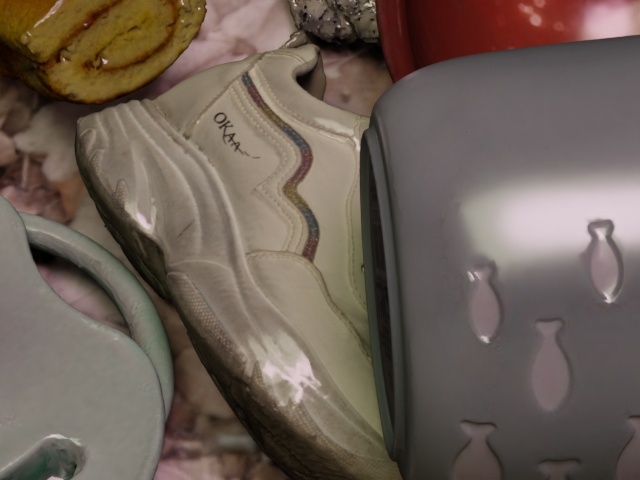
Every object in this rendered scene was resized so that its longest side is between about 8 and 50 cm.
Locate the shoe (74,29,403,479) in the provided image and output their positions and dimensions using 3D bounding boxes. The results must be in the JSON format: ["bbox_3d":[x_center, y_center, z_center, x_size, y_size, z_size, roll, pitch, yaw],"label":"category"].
[{"bbox_3d":[0.000,0.000,1.084,0.211,0.132,0.342,-32,59,-9],"label":"shoe"}]

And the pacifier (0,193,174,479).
[{"bbox_3d":[-0.230,0.038,1.015,0.288,0.269,0.343,-32,64,-31],"label":"pacifier"}]

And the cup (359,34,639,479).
[{"bbox_3d":[0.166,0.062,0.928,0.275,0.356,0.259,-4,26,-2],"label":"cup"}]

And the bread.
[{"bbox_3d":[-0.175,-0.155,1.176,0.132,0.103,0.172,-37,32,-22],"label":"bread"}]

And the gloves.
[{"bbox_3d":[0.023,-0.200,1.230,0.114,0.070,0.153,-27,63,-10],"label":"gloves"}]

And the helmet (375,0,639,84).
[{"bbox_3d":[0.191,-0.198,1.092,0.338,0.230,0.384,-1,103,-4],"label":"helmet"}]
